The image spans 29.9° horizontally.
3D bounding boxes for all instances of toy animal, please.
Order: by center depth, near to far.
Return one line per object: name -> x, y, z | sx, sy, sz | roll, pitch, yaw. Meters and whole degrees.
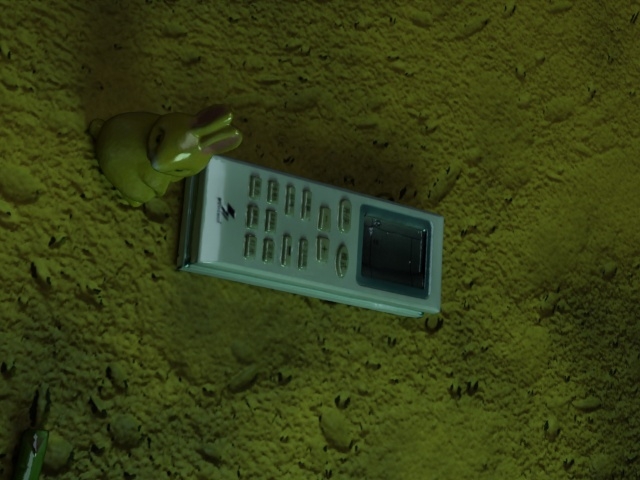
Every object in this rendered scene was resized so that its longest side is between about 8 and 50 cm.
toy animal -> -0.126, -0.081, 0.992 | 0.083, 0.159, 0.070 | 50, 58, -24

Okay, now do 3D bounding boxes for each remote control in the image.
remote control -> 0.000, 0.000, 1.130 | 0.277, 0.055, 0.102 | 13, 73, -33

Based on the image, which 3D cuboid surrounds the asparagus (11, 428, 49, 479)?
asparagus -> -0.249, 0.263, 0.912 | 0.025, 0.024, 0.248 | 9, 69, 10
